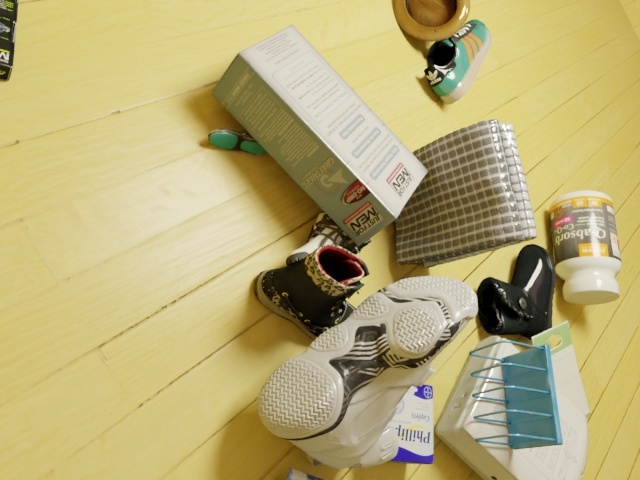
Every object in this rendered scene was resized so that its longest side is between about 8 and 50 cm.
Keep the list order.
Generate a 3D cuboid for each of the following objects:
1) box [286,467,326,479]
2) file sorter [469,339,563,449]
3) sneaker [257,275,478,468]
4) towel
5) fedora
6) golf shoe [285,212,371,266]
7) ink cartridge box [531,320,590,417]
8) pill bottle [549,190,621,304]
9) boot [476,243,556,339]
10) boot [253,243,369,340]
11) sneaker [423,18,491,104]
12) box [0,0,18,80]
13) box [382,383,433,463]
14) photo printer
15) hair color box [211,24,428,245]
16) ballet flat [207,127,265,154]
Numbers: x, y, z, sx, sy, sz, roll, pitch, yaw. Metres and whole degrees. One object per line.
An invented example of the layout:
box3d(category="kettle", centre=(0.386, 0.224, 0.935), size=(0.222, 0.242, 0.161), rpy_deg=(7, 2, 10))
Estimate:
box3d(category="box", centre=(-0.037, 0.444, 0.816), size=(0.109, 0.042, 0.178), rpy_deg=(31, 57, -26))
box3d(category="file sorter", centre=(0.340, 0.277, 0.984), size=(0.104, 0.118, 0.170), rpy_deg=(13, 62, -19))
box3d(category="sneaker", centre=(0.095, 0.213, 0.857), size=(0.366, 0.137, 0.210), rpy_deg=(-32, 130, -9))
box3d(category="towel", centre=(0.255, -0.080, 1.073), size=(0.121, 0.284, 0.235), rpy_deg=(-5, 80, -43))
box3d(category="fedora", centre=(0.281, -0.585, 1.390), size=(0.079, 0.194, 0.194), rpy_deg=(18, 55, -77))
box3d(category="golf shoe", centre=(0.000, 0.000, 0.995), size=(0.198, 0.077, 0.094), rpy_deg=(-18, 74, -47))
box3d(category="ink cartridge box", centre=(0.546, 0.324, 1.288), size=(0.171, 0.056, 0.235), rpy_deg=(-10, 84, -39))
box3d(category="pill bottle", centre=(0.707, 0.021, 1.463), size=(0.162, 0.162, 0.278), rpy_deg=(19, 63, -31))
box3d(category="boot", centre=(0.455, 0.108, 1.280), size=(0.207, 0.094, 0.246), rpy_deg=(17, 70, -36))
box3d(category="boot", centre=(0.028, 0.099, 0.900), size=(0.236, 0.178, 0.085), rpy_deg=(31, 54, -23))
box3d(category="sneaker", centre=(0.349, -0.491, 1.409), size=(0.121, 0.108, 0.302), rpy_deg=(41, 55, -24))
box3d(category="box", centre=(-0.512, -0.326, 0.732), size=(0.191, 0.045, 0.184), rpy_deg=(7, 72, -37))
box3d(category="box", centre=(0.134, 0.321, 0.973), size=(0.126, 0.072, 0.137), rpy_deg=(18, 64, -31))
box3d(category="photo printer", centre=(0.403, 0.384, 1.105), size=(0.307, 0.107, 0.256), rpy_deg=(43, 54, -5))
box3d(category="hair color box", centre=(0.008, -0.192, 0.993), size=(0.374, 0.113, 0.185), rpy_deg=(45, 44, -6))
box3d(category="ballet flat", centre=(-0.148, -0.178, 0.966), size=(0.114, 0.041, 0.041), rpy_deg=(9, 69, -35))
